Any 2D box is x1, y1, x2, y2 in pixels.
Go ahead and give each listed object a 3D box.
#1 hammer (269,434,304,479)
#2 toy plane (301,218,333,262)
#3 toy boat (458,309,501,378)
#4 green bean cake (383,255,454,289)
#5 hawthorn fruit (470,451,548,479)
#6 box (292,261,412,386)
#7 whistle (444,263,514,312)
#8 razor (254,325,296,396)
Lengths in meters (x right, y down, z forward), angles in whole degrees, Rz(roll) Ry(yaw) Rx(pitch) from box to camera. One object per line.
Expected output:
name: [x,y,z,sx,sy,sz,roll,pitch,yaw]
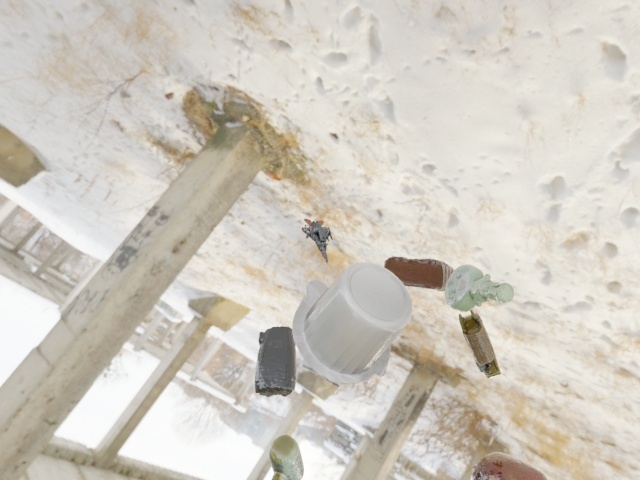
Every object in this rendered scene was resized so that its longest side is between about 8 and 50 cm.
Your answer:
hammer: [-0.152,0.824,1.483,0.113,0.305,0.202,4,124,23]
toy plane: [0.002,-0.002,1.607,0.130,0.061,0.189,5,-135,-34]
toy boat: [0.636,0.415,1.783,0.310,0.089,0.115,67,-162,-6]
green bean cake: [0.324,0.110,1.491,0.233,0.097,0.198,5,174,33]
hawthorn fruit: [0.709,0.947,1.645,0.311,0.295,0.295,19,164,-3]
box: [0.084,0.158,1.048,0.206,0.262,0.291,-56,45,41]
whistle: [0.389,0.123,1.117,0.067,0.126,0.258,21,173,-10]
razor: [-0.203,0.548,2.043,0.189,0.327,0.107,-5,134,2]
